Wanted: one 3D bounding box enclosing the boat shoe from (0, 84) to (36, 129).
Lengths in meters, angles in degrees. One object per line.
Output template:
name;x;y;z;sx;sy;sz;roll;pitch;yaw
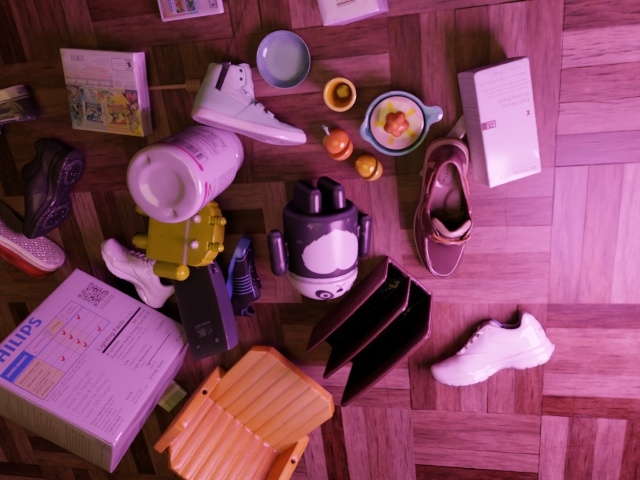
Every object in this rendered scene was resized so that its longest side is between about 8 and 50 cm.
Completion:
boat shoe;-0.847;-0.299;1.307;0.302;0.108;0.102;-13;108;10

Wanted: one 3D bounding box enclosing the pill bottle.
pill bottle;-0.275;-0.158;1.132;0.161;0.283;0.160;5;114;11

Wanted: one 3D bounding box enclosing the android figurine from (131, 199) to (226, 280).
android figurine;-0.344;-0.027;1.283;0.273;0.056;0.248;9;93;26

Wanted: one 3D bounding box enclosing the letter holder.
letter holder;0.107;0.222;1.249;0.152;0.214;0.302;40;116;-6

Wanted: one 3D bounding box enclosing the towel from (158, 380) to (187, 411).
towel;-0.491;0.448;1.592;0.152;0.023;0.113;41;116;-7

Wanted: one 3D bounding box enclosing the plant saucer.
plant saucer;-0.078;-0.390;1.131;0.120;0.021;0.119;5;115;11

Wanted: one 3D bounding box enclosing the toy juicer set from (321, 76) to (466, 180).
toy juicer set;0.154;-0.214;1.118;0.329;0.089;0.209;15;115;6

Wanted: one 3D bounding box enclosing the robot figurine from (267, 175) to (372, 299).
robot figurine;0.003;0.000;1.198;0.209;0.173;0.278;4;113;14

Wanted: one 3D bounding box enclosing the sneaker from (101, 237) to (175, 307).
sneaker;-0.471;0.067;1.395;0.115;0.090;0.232;-37;110;17

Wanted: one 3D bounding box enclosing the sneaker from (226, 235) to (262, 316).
sneaker;-0.189;0.096;1.343;0.091;0.081;0.232;15;120;-2

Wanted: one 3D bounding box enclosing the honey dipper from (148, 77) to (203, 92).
honey dipper;-0.343;-0.355;1.205;0.161;0.030;0.030;3;114;15

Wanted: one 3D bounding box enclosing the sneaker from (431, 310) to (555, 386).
sneaker;0.403;0.264;1.277;0.297;0.111;0.129;-26;90;18

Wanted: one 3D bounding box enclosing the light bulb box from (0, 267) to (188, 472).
light bulb box;-0.588;0.327;1.354;0.361;0.357;0.225;28;135;1

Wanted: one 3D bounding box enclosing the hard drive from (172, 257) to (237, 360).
hard drive;-0.294;0.165;1.333;0.172;0.054;0.254;-26;77;40

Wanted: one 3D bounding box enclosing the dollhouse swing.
dollhouse swing;-0.188;0.516;1.418;0.347;0.315;0.305;41;136;-6

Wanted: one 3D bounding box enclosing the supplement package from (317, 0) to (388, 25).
supplement package;0.059;-0.467;0.978;0.105;0.179;0.105;-10;110;17

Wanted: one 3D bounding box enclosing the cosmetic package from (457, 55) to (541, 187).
cosmetic package;0.358;-0.235;1.047;0.118;0.085;0.230;-18;109;-4

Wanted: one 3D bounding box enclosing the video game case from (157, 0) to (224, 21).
video game case;-0.287;-0.556;1.109;0.143;0.019;0.157;-2;113;14

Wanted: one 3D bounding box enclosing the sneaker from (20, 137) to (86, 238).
sneaker;-0.713;-0.134;1.355;0.130;0.109;0.286;33;107;4

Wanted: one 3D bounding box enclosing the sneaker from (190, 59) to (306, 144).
sneaker;-0.138;-0.303;1.145;0.256;0.094;0.151;15;87;-17

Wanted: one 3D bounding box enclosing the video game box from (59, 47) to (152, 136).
video game box;-0.496;-0.346;1.222;0.205;0.048;0.186;10;113;16

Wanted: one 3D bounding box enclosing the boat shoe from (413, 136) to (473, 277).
boat shoe;0.267;-0.043;1.127;0.124;0.123;0.341;2;124;6

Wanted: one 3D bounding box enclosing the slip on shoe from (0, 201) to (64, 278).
slip on shoe;-0.862;-0.009;1.430;0.331;0.123;0.101;38;120;-11

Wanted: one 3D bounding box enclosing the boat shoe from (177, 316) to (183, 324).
boat shoe;-0.337;0.189;1.436;0.056;0.048;0.153;40;112;22
